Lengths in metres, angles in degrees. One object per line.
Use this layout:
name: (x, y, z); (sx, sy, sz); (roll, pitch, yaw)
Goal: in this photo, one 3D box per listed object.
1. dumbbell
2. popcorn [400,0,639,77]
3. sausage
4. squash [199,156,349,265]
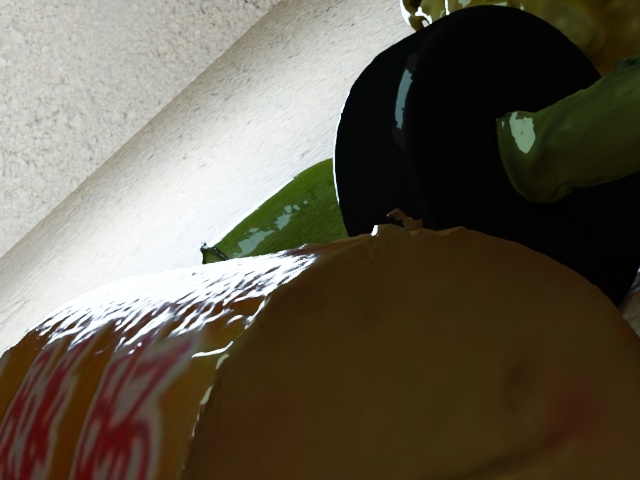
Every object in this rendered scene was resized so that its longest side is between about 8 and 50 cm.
dumbbell: (0.176, -0.065, 0.753); (0.322, 0.204, 0.204); (-22, 23, 50)
popcorn: (0.179, -0.162, 1.033); (0.250, 0.250, 0.190); (-61, -6, -54)
sausage: (-0.017, 0.118, 0.630); (0.233, 0.233, 0.287); (-46, 15, -23)
squash: (0.000, 0.000, 1.155); (0.186, 0.123, 0.123); (-41, 15, -17)
